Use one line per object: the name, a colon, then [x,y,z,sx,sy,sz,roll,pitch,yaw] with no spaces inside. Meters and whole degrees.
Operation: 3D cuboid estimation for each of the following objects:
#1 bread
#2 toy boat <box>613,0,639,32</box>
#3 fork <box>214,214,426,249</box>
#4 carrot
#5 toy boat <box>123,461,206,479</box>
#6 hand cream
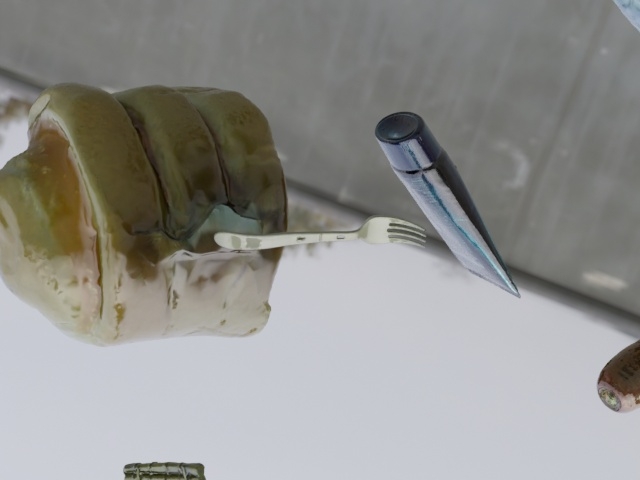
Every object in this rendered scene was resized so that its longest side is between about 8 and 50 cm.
bread: [-0.193,-0.030,1.737,0.341,0.300,0.210,3,180,-41]
toy boat: [0.302,-0.224,1.207,0.330,0.215,0.123,24,169,-39]
fork: [-0.001,-0.004,1.628,0.219,0.034,0.028,-2,-139,-5]
carrot: [0.302,0.078,1.299,0.191,0.047,0.047,-35,-142,-23]
toy boat: [-0.168,0.275,1.727,0.115,0.063,0.016,-6,-173,36]
hand cream: [0.156,-0.038,1.929,0.120,0.061,0.270,28,154,57]
